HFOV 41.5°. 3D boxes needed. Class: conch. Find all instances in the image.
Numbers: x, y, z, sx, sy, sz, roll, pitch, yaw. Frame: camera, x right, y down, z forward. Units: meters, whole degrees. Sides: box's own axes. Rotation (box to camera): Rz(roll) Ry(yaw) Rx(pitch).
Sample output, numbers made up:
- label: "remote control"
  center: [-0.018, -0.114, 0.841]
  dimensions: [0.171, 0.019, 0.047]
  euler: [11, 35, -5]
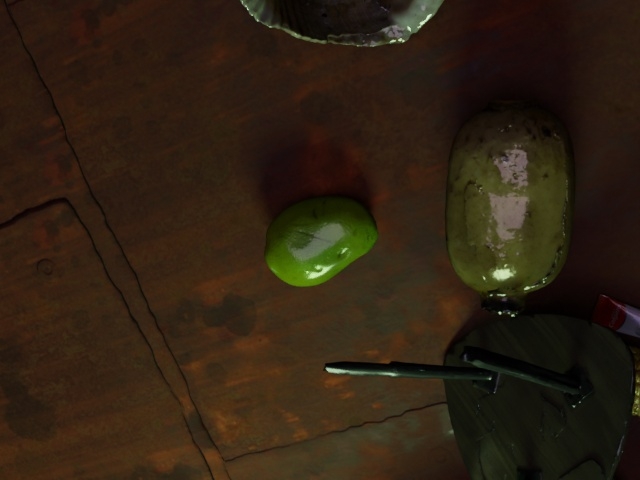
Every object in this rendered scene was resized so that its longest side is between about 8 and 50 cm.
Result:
- label: "conch"
  center: [0.035, -0.357, 0.991]
  dimensions: [0.324, 0.186, 0.263]
  euler: [-12, 121, -7]

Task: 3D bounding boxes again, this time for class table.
- label: "table"
  center: [0.188, 0.205, 1.023]
  dimensions: [0.317, 0.249, 0.317]
  euler: [-14, 73, 52]

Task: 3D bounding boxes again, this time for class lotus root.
- label: "lotus root"
  center: [0.239, -0.038, 1.073]
  dimensions: [0.160, 0.146, 0.284]
  euler: [9, 107, 34]

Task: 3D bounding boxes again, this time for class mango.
- label: "mango"
  center: [-0.004, -0.005, 1.190]
  dimensions: [0.163, 0.089, 0.117]
  euler: [-36, 89, 12]

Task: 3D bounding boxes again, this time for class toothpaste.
- label: "toothpaste"
  center: [0.462, 0.122, 1.129]
  dimensions: [0.190, 0.031, 0.048]
  euler: [18, 117, 12]

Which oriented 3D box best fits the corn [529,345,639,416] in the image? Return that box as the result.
- label: "corn"
  center: [0.396, 0.183, 1.134]
  dimensions: [0.244, 0.093, 0.093]
  euler: [12, 112, 11]
